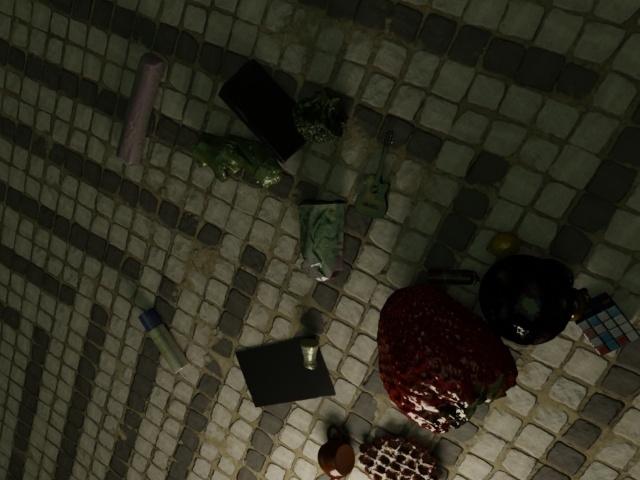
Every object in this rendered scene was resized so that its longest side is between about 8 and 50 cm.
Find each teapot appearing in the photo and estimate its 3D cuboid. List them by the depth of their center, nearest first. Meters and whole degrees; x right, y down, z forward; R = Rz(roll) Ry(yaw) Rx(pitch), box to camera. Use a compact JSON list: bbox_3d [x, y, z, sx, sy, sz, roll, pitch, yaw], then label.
[{"bbox_3d":[-0.034,0.337,1.299,0.067,0.057,0.083,21,116,55],"label":"teapot"},{"bbox_3d":[0.038,0.652,1.318,0.116,0.116,0.173,-9,71,22],"label":"teapot"}]

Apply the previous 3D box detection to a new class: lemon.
[{"bbox_3d":[0.443,0.012,1.052,0.083,0.062,0.062,-18,94,21],"label":"lemon"}]

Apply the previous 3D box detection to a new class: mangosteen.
[{"bbox_3d":[0.495,0.133,0.994,0.250,0.211,0.211,-3,101,-8],"label":"mangosteen"}]

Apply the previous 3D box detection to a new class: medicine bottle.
[{"bbox_3d":[-0.536,0.342,1.487,0.059,0.059,0.230,-35,87,23],"label":"medicine bottle"}]

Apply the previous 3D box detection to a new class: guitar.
[{"bbox_3d":[0.154,-0.172,1.143,0.088,0.025,0.233,18,106,17],"label":"guitar"}]

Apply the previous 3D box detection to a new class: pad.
[{"bbox_3d":[-0.116,0.418,1.375,0.300,0.005,0.202,-18,94,22],"label":"pad"}]

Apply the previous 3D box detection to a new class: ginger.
[{"bbox_3d":[-0.241,-0.231,1.250,0.290,0.089,0.137,8,85,14],"label":"ginger"}]

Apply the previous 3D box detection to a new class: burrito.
[{"bbox_3d":[0.000,0.000,1.204,0.144,0.089,0.228,3,100,23],"label":"burrito"}]

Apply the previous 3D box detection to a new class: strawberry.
[{"bbox_3d":[0.272,0.274,1.073,0.312,0.267,0.351,-39,65,12],"label":"strawberry"}]

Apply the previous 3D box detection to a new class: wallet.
[{"bbox_3d":[-0.144,-0.355,1.192,0.146,0.030,0.285,-43,83,1],"label":"wallet"}]

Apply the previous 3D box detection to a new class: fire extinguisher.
[{"bbox_3d":[0.344,0.095,1.113,0.132,0.056,0.039,-1,127,24],"label":"fire extinguisher"}]

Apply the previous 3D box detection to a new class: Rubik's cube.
[{"bbox_3d":[0.646,0.189,0.994,0.092,0.092,0.092,-37,86,23],"label":"Rubik's cube"}]

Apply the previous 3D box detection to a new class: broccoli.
[{"bbox_3d":[0.000,-0.317,1.112,0.146,0.162,0.138,24,126,-13],"label":"broccoli"}]

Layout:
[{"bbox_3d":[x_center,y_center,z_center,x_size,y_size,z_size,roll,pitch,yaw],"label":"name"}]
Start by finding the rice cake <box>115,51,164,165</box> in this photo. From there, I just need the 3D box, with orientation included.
[{"bbox_3d":[-0.564,-0.395,1.351,0.073,0.056,0.364,29,109,15],"label":"rice cake"}]

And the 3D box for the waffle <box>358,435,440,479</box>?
[{"bbox_3d":[0.234,0.665,1.270,0.234,0.055,0.221,-27,92,28],"label":"waffle"}]
